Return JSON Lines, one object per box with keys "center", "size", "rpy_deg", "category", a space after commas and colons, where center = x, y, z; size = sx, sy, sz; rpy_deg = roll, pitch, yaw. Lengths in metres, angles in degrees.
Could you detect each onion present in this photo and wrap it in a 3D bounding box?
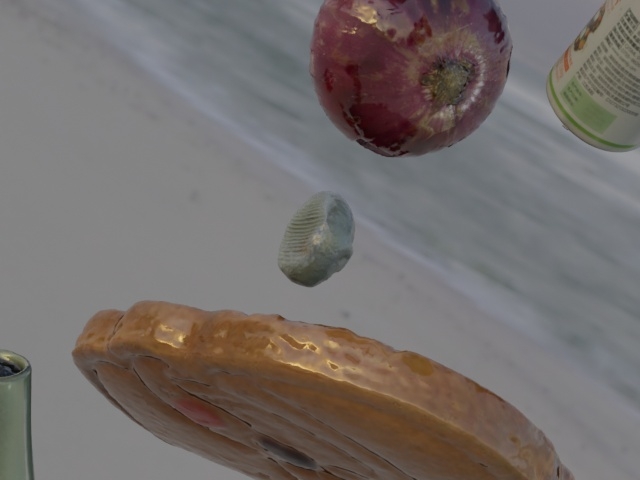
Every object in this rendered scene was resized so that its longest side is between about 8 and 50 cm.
{"center": [0.072, -0.156, 1.622], "size": [0.153, 0.177, 0.177], "rpy_deg": [30, 7, 28], "category": "onion"}

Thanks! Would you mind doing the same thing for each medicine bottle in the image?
{"center": [0.231, -0.145, 1.315], "size": [0.086, 0.183, 0.086], "rpy_deg": [17, 47, -19], "category": "medicine bottle"}

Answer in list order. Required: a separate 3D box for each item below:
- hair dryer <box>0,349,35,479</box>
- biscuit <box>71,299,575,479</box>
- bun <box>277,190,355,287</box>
{"center": [-0.203, 0.219, 1.293], "size": [0.119, 0.295, 0.298], "rpy_deg": [-5, 0, -28], "category": "hair dryer"}
{"center": [-0.015, 0.150, 1.635], "size": [0.350, 0.078, 0.455], "rpy_deg": [38, -25, -30], "category": "biscuit"}
{"center": [0.000, 0.000, 1.621], "size": [0.045, 0.083, 0.083], "rpy_deg": [32, 5, -27], "category": "bun"}
